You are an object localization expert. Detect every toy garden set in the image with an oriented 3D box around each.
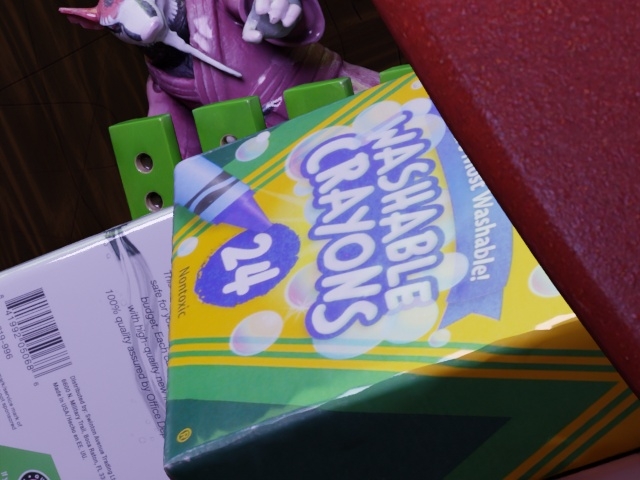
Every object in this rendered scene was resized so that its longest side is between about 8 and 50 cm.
[{"bbox_3d":[0.000,0.000,1.150,0.244,0.203,0.049,-8,12,29],"label":"toy garden set"}]

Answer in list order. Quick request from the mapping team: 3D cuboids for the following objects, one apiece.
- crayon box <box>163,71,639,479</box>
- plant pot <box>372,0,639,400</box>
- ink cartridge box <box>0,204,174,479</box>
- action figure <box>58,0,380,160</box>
[{"bbox_3d":[0.094,-0.002,0.768,0.323,0.083,0.203,-20,37,12],"label":"crayon box"},{"bbox_3d":[0.196,-0.052,0.497,0.267,0.235,0.267,-20,5,26],"label":"plant pot"},{"bbox_3d":[-0.095,0.066,0.983,0.208,0.153,0.087,-20,3,4],"label":"ink cartridge box"},{"bbox_3d":[-0.014,-0.111,1.314,0.248,0.370,0.275,-44,17,36],"label":"action figure"}]
